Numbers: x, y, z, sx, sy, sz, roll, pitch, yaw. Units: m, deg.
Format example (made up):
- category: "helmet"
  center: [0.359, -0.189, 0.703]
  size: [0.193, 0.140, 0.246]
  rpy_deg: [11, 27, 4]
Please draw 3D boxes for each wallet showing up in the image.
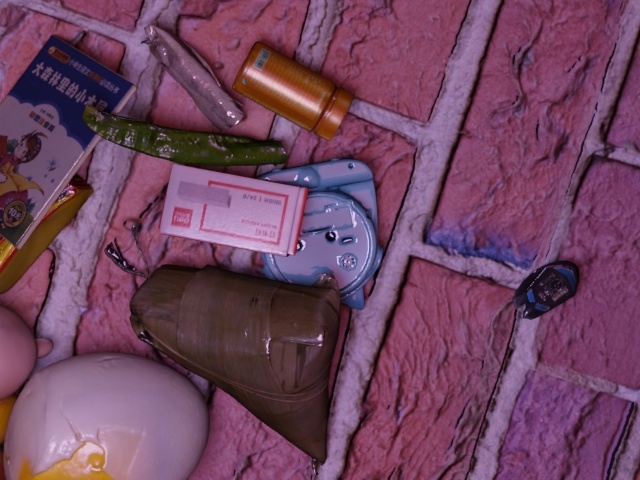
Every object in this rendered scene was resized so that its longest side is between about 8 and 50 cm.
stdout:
- category: "wallet"
  center: [-0.487, -0.014, 1.671]
  size: [0.067, 0.141, 0.241]
  rpy_deg: [42, 90, -2]

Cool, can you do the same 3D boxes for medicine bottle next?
- category: "medicine bottle"
  center: [-0.046, -0.253, 1.703]
  size: [0.192, 0.096, 0.096]
  rpy_deg: [27, 93, -6]

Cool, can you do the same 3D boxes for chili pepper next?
- category: "chili pepper"
  center: [-0.219, -0.161, 1.627]
  size: [0.359, 0.085, 0.076]
  rpy_deg: [6, 110, -35]

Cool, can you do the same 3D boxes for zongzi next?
- category: "zongzi"
  center: [-0.183, 0.203, 1.730]
  size: [0.447, 0.181, 0.418]
  rpy_deg: [12, 129, 16]

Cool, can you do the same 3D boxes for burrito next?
- category: "burrito"
  center: [-0.214, -0.279, 1.698]
  size: [0.060, 0.087, 0.226]
  rpy_deg: [-43, 93, -9]

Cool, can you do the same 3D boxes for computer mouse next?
- category: "computer mouse"
  center: [0.403, 0.084, 1.794]
  size: [0.135, 0.047, 0.079]
  rpy_deg: [-43, 103, 12]

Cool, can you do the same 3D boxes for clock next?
- category: "clock"
  center: [0.000, 0.000, 1.731]
  size: [0.224, 0.094, 0.274]
  rpy_deg: [-12, 95, -2]

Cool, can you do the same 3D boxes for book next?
- category: "book"
  center: [-0.466, -0.169, 1.641]
  size: [0.228, 0.018, 0.322]
  rpy_deg: [32, 86, 30]

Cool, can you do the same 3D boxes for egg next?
- category: "egg"
  center: [-0.344, 0.321, 1.638]
  size: [0.345, 0.283, 0.283]
  rpy_deg: [-5, 96, -35]

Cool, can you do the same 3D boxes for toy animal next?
- category: "toy animal"
  center: [-0.605, 0.169, 1.599]
  size: [0.277, 0.345, 0.247]
  rpy_deg: [45, 103, 24]

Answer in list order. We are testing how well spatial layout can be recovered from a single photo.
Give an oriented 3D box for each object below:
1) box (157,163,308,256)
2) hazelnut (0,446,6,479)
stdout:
- category: "box"
  center: [-0.142, -0.049, 1.652]
  size: [0.230, 0.050, 0.122]
  rpy_deg: [11, 88, 3]
- category: "hazelnut"
  center: [-0.577, 0.444, 1.685]
  size: [0.212, 0.181, 0.181]
  rpy_deg: [-34, 133, 16]
